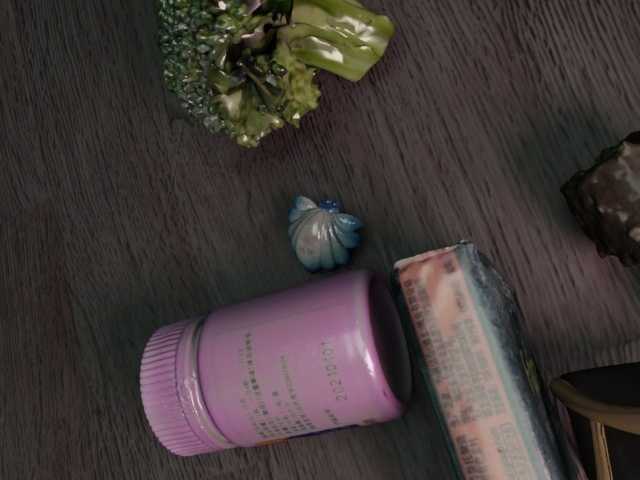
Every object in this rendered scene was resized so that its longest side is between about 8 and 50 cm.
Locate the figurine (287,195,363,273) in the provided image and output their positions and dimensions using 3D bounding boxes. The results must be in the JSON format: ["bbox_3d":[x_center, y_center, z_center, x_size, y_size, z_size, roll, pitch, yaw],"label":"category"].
[{"bbox_3d":[0.000,0.000,0.831,0.114,0.079,0.114,11,121,19],"label":"figurine"}]

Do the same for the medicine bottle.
[{"bbox_3d":[-0.051,0.151,0.759,0.291,0.178,0.178,-17,75,18],"label":"medicine bottle"}]

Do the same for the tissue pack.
[{"bbox_3d":[0.181,0.171,0.639,0.103,0.228,0.315,-22,73,17],"label":"tissue pack"}]

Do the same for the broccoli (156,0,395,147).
[{"bbox_3d":[-0.077,-0.306,0.802,0.317,0.338,0.277,45,128,1],"label":"broccoli"}]

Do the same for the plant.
[{"bbox_3d":[0.384,0.005,0.637,0.149,0.146,0.274,-41,78,1],"label":"plant"}]

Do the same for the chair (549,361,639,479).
[{"bbox_3d":[0.314,0.172,0.552,0.188,0.272,0.166,-14,32,18],"label":"chair"}]
